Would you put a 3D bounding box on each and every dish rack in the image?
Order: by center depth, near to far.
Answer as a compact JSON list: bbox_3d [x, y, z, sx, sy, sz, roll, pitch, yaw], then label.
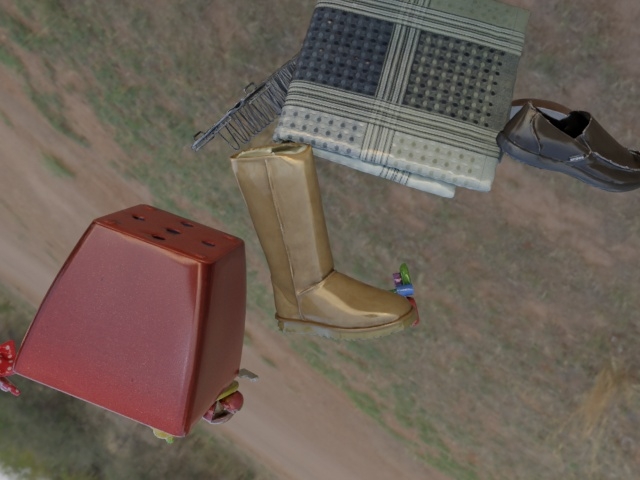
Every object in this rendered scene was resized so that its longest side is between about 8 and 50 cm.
[{"bbox_3d":[-0.084,-0.225,1.231,0.074,0.271,0.208,49,142,-8],"label":"dish rack"}]

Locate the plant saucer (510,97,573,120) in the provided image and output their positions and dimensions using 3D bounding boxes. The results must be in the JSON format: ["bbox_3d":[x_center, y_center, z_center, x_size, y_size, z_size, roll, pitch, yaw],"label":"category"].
[{"bbox_3d":[0.366,-0.192,1.267,0.168,0.029,0.168,18,166,5],"label":"plant saucer"}]

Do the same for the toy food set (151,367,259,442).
[{"bbox_3d":[-0.201,0.300,1.334,0.128,0.217,0.071,-9,99,63],"label":"toy food set"}]

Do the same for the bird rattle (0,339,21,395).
[{"bbox_3d":[-0.679,0.253,1.418,0.253,0.143,0.207,38,-172,-30],"label":"bird rattle"}]

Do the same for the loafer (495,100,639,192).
[{"bbox_3d":[0.336,-0.122,0.969,0.219,0.078,0.080,11,-149,-18],"label":"loafer"}]

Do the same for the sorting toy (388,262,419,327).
[{"bbox_3d":[0.122,0.085,1.167,0.042,0.102,0.061,-12,157,3],"label":"sorting toy"}]

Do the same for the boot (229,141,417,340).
[{"bbox_3d":[0.000,0.000,1.051,0.236,0.089,0.270,-3,109,28],"label":"boot"}]

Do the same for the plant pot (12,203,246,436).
[{"bbox_3d":[-0.247,0.092,1.133,0.267,0.236,0.267,20,-167,7],"label":"plant pot"}]

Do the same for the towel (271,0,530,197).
[{"bbox_3d":[0.126,-0.235,1.109,0.324,0.312,0.056,15,163,4],"label":"towel"}]
